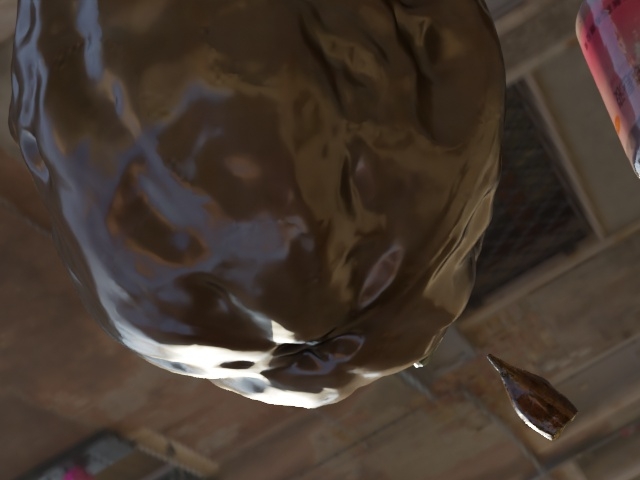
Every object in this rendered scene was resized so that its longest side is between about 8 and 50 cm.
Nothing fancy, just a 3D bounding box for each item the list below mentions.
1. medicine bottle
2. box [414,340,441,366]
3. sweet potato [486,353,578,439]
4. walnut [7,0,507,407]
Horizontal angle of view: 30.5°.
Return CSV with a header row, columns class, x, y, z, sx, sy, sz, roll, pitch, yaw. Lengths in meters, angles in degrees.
class,x,y,z,sx,sy,sz,roll,pitch,yaw
medicine bottle,0.299,-0.108,0.913,0.147,0.147,0.247,47,-156,-54
box,0.000,0.000,1.165,0.138,0.178,0.274,110,146,-40
sweet potato,0.215,0.157,1.210,0.117,0.049,0.049,43,-171,-2
walnut,-0.028,-0.058,0.569,0.273,0.227,0.273,20,-132,-23
